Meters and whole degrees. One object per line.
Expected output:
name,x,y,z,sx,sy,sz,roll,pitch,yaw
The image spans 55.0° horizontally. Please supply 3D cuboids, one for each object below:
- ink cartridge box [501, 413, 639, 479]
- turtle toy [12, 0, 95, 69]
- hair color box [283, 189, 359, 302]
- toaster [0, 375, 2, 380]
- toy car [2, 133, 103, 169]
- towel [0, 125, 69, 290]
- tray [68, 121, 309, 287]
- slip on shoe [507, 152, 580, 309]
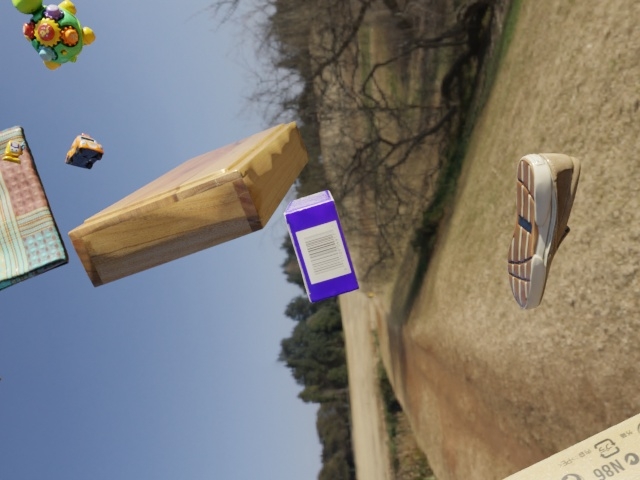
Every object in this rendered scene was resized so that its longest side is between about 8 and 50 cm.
ink cartridge box,0.211,0.249,0.469,0.193,0.234,0.088,65,179,-33
turtle toy,-0.421,-0.332,0.950,0.130,0.095,0.066,55,-172,-10
hair color box,0.000,0.000,1.323,0.339,0.110,0.185,-83,-23,-83
toaster,-0.608,0.229,0.925,0.168,0.110,0.186,-58,-33,-20
toy car,-0.352,-0.127,0.813,0.060,0.122,0.041,139,131,-57
towel,-0.623,-0.011,0.983,0.040,0.370,0.272,102,144,-75
tray,-0.143,-0.073,0.827,0.411,0.202,0.076,-71,-39,-72
slip on shoe,0.180,-0.005,0.495,0.051,0.041,0.136,-109,13,-67
